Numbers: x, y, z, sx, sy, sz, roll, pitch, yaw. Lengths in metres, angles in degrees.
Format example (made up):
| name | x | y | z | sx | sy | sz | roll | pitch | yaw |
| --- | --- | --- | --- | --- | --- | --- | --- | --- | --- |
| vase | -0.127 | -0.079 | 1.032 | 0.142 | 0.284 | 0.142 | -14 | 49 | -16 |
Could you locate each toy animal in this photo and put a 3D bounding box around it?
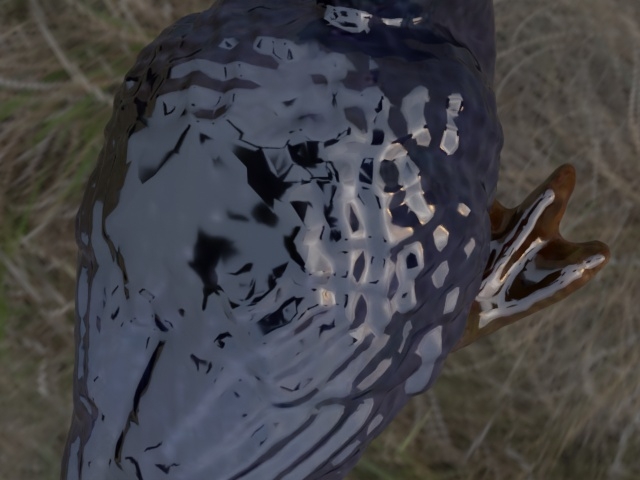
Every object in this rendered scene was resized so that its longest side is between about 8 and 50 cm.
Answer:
| name | x | y | z | sx | sy | sz | roll | pitch | yaw |
| --- | --- | --- | --- | --- | --- | --- | --- | --- | --- |
| toy animal | 0.000 | 0.000 | 0.517 | 0.122 | 0.185 | 0.298 | 34 | 95 | 19 |
